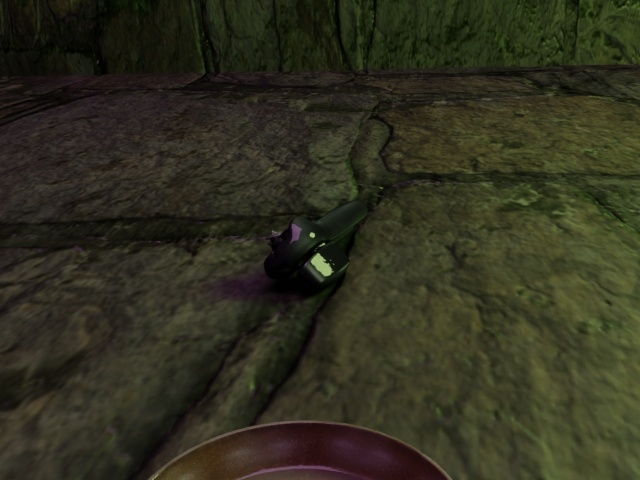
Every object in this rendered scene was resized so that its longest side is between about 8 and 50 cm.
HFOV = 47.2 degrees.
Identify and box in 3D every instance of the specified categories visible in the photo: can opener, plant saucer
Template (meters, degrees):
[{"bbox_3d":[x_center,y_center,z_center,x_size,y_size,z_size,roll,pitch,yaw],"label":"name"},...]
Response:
[{"bbox_3d":[0.000,0.000,0.725,0.059,0.073,0.186,-37,2,25],"label":"can opener"},{"bbox_3d":[-0.012,0.144,0.348,0.168,0.029,0.168,-3,20,1],"label":"plant saucer"}]
